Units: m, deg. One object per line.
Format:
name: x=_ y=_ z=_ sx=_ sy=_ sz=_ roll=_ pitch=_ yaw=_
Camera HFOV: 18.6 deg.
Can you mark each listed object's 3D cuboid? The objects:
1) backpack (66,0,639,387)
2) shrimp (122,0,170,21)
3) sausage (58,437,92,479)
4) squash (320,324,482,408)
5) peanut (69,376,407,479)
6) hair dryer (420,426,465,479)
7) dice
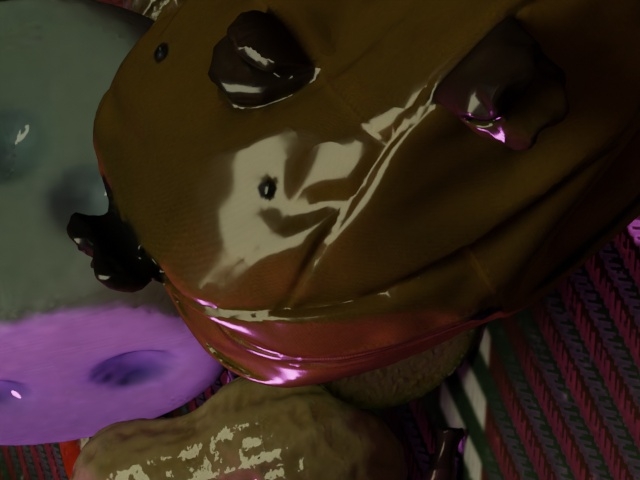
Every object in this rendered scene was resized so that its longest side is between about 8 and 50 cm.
backpack: x=0.035 y=-0.086 z=1.136 sx=0.378 sy=0.201 sz=0.353 roll=-44 pitch=43 yaw=4
shrimp: x=-0.141 y=-0.212 z=1.659 sx=0.262 sy=0.066 sz=0.117 roll=-60 pitch=41 yaw=35
sausage: x=-0.194 y=0.078 z=1.706 sx=0.089 sy=0.083 sz=0.300 roll=144 pitch=126 yaw=-60
squash: x=0.000 y=0.000 z=1.346 sx=0.247 sy=0.132 sz=0.132 roll=48 pitch=127 yaw=51
peanut: x=-0.062 y=0.154 z=1.338 sx=0.256 sy=0.123 sz=0.123 roll=-10 pitch=77 yaw=26
hair dryer: x=0.073 y=0.199 z=1.290 sx=0.106 sy=0.054 sz=0.154 roll=0 pitch=83 yaw=54
dice: x=-0.214 y=-0.009 z=1.490 sx=0.264 sy=0.262 sz=0.268 roll=79 pitch=-179 yaw=-64
